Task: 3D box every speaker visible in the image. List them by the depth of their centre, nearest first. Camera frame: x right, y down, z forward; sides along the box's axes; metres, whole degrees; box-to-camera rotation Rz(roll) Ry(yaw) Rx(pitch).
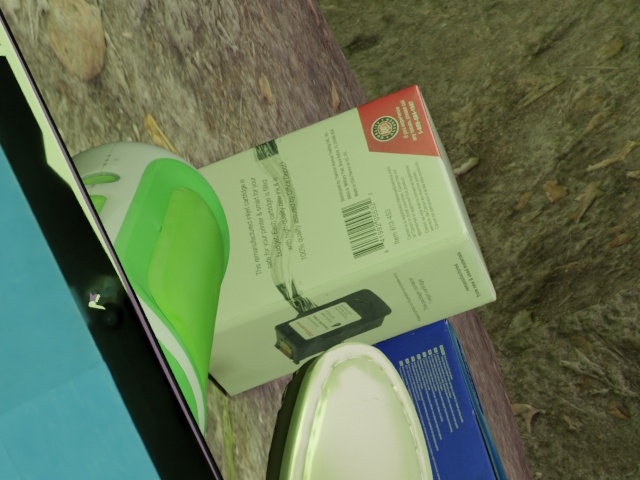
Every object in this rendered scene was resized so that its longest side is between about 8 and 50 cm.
[{"bbox_3d":[-0.113,0.038,0.629,0.296,0.131,0.131,-95,160,-71],"label":"speaker"}]

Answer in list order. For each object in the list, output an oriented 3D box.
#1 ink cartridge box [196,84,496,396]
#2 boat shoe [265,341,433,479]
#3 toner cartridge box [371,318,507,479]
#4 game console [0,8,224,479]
[{"bbox_3d":[0.000,0.000,0.992,0.100,0.237,0.172,59,14,-48],"label":"ink cartridge box"},{"bbox_3d":[0.005,0.226,0.740,0.117,0.097,0.324,1,82,-34],"label":"boat shoe"},{"bbox_3d":[0.097,0.256,1.138,0.075,0.165,0.347,53,19,-55],"label":"toner cartridge box"},{"bbox_3d":[-0.154,0.070,0.298,0.250,0.173,0.293,-62,129,-76],"label":"game console"}]
